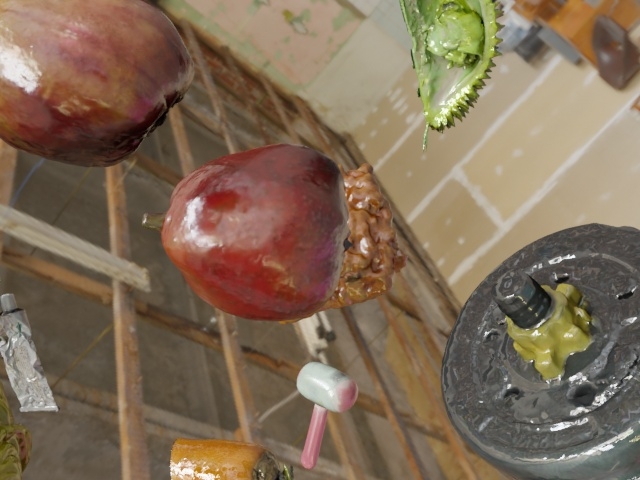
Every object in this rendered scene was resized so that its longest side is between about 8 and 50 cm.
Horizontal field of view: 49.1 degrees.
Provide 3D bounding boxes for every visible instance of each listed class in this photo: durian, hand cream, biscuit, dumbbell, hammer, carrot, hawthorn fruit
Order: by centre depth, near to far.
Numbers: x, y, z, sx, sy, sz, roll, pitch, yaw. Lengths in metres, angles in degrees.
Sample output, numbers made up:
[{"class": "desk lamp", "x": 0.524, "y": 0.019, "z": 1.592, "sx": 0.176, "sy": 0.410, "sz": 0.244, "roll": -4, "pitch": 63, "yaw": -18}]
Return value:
[{"class": "dumbbell", "x": 0.238, "y": 0.139, "z": 0.500, "sx": 0.388, "sy": 0.185, "sz": 0.185, "roll": 42, "pitch": -164, "yaw": -28}, {"class": "hammer", "x": -0.001, "y": 0.140, "z": 0.550, "sx": 0.031, "sy": 0.083, "sz": 0.052, "roll": 10, "pitch": -175, "yaw": -43}, {"class": "hawthorn fruit", "x": -0.108, "y": -0.009, "z": 1.038, "sx": 0.307, "sy": 0.265, "sz": 0.265, "roll": 3, "pitch": -149, "yaw": -12}, {"class": "durian", "x": 0.206, "y": -0.345, "z": 1.165, "sx": 0.157, "sy": 0.169, "sz": 0.356, "roll": -125, "pitch": 18, "yaw": -53}, {"class": "hand cream", "x": -0.582, "y": 0.226, "z": 1.373, "sx": 0.050, "sy": 0.084, "sz": 0.257, "roll": -89, "pitch": -8, "yaw": -75}, {"class": "biscuit", "x": 0.000, "y": 0.000, "z": 1.419, "sx": 0.110, "sy": 0.312, "sz": 0.318, "roll": 75, "pitch": 178, "yaw": -56}, {"class": "carrot", "x": -0.196, "y": 0.564, "z": 1.605, "sx": 0.193, "sy": 0.331, "sz": 0.214, "roll": 69, "pitch": -154, "yaw": -42}]

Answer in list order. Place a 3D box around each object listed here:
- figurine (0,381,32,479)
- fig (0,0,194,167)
[{"class": "figurine", "x": -0.239, "y": 0.238, "z": 0.502, "sx": 0.315, "sy": 0.187, "sz": 0.168, "roll": 31, "pitch": -171, "yaw": 35}, {"class": "fig", "x": -0.282, "y": -0.189, "z": 0.810, "sx": 0.263, "sy": 0.224, "sz": 0.224, "roll": -2, "pitch": -143, "yaw": -17}]
